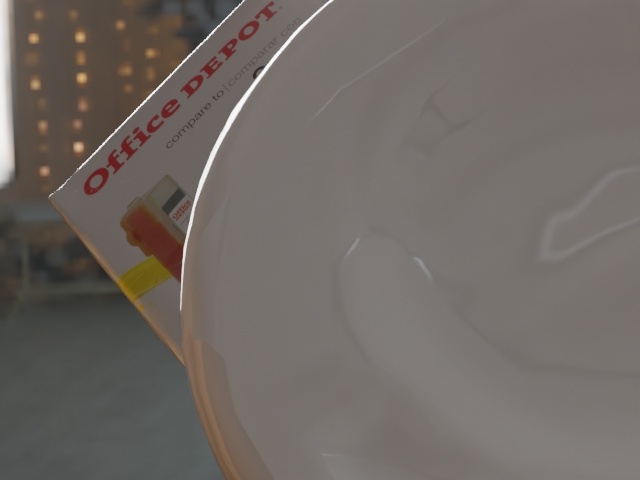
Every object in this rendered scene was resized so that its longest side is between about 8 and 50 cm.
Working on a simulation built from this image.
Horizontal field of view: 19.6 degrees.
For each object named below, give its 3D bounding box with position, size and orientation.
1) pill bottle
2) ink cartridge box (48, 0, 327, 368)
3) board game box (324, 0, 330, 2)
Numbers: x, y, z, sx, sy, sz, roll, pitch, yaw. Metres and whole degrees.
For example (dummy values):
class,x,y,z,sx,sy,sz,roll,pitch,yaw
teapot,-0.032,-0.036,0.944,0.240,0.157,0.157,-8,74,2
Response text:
class,x,y,z,sx,sy,sz,roll,pitch,yaw
pill bottle,0.110,0.094,0.593,0.224,0.224,0.392,1,-30,15
ink cartridge box,0.000,0.000,1.415,0.160,0.279,0.385,45,-1,-43
board game box,-0.017,-0.282,1.788,0.066,0.318,0.318,-11,-27,5
